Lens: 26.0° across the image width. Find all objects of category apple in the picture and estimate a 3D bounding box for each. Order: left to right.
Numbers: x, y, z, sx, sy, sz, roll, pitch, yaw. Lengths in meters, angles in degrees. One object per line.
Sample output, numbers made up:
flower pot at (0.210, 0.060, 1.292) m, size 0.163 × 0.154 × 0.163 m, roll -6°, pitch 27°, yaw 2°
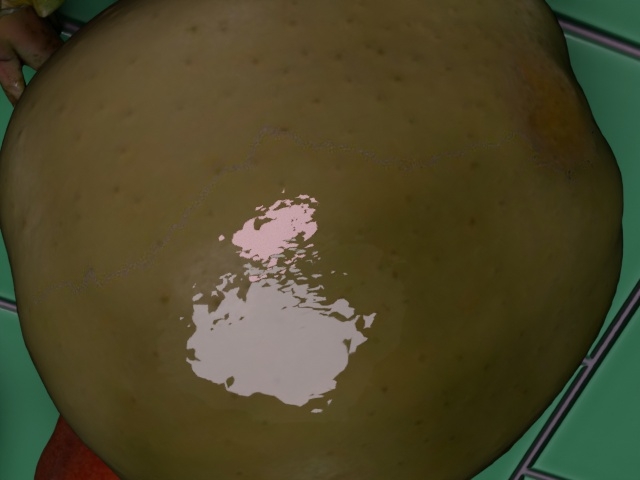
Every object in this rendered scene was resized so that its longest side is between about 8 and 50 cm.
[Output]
apple at (0.000, 0.000, 0.805) m, size 0.357 × 0.357 × 0.357 m, roll 2°, pitch 126°, yaw 3°

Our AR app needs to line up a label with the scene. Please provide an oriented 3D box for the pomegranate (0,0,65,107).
pomegranate at (-0.217, -0.190, 0.781) m, size 0.236 × 0.236 × 0.302 m, roll 0°, pitch 159°, yaw 4°

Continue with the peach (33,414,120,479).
peach at (-0.075, 0.192, 1.017) m, size 0.256 × 0.232 × 0.232 m, roll 27°, pitch 125°, yaw 5°
